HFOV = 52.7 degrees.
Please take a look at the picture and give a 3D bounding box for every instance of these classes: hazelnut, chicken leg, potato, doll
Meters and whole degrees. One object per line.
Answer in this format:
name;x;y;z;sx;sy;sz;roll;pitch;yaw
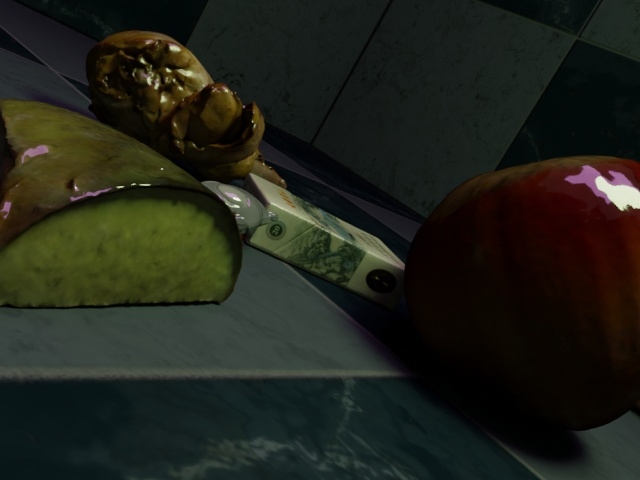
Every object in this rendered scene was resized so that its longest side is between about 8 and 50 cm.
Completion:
hazelnut;0.284;0.057;0.838;0.359;0.359;0.409;34;7;19
chicken leg;-0.169;-0.163;1.029;0.295;0.182;0.409;16;-19;41
potato;-0.217;-0.057;0.544;0.255;0.112;0.269;34;9;25
doll;-0.134;-0.032;0.762;0.227;0.075;0.102;1;19;-46

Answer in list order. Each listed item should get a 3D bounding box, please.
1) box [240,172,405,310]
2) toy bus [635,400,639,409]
box;0.000;0.000;0.982;0.256;0.069;0.164;26;11;-23
toy bus;0.734;0.301;1.288;0.232;0.194;0.288;18;14;-21
